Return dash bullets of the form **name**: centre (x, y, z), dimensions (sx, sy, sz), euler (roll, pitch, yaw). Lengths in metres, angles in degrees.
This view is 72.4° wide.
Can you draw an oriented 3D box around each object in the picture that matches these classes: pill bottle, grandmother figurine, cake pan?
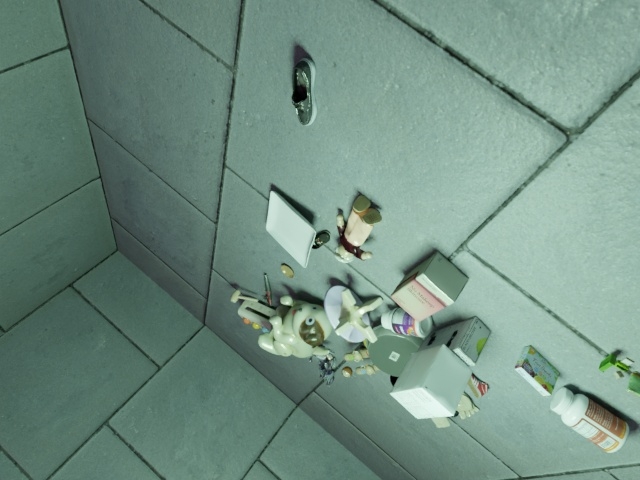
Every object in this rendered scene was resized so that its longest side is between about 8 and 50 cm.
- **pill bottle**: centre (0.349, 0.333, 1.793), dimensions (0.193, 0.108, 0.108), euler (-3, 125, 47)
- **grandmother figurine**: centre (0.131, -0.012, 1.670), dimensions (0.208, 0.104, 0.342), euler (63, 155, 21)
- **cake pan**: centre (0.339, 0.498, 1.945), dimensions (0.293, 0.054, 0.293), euler (11, 124, 17)
- **pill bottle**: centre (0.915, 0.608, 1.498), dimensions (0.216, 0.121, 0.121), euler (34, 145, 15)

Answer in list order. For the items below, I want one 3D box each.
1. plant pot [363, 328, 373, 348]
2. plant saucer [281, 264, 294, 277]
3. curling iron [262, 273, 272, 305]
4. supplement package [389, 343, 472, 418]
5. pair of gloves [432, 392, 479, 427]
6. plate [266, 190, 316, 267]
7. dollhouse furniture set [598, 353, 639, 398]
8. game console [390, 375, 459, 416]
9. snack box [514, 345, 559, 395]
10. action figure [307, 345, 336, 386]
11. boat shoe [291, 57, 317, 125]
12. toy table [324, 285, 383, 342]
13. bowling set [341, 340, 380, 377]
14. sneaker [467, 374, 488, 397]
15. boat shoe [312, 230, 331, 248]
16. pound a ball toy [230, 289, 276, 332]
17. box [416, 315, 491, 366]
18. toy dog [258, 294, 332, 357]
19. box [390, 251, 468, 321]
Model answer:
- **plant pot**: centre (0.250, 0.467, 2.068), dimensions (0.083, 0.081, 0.081), euler (52, 145, -1)
- **plant saucer**: centre (-0.163, 0.153, 2.208), dimensions (0.083, 0.015, 0.083), euler (28, 143, 24)
- **curling iron**: centre (-0.305, 0.282, 2.472), dimensions (0.068, 0.035, 0.274), euler (28, 143, 21)
- **supplement package**: centre (0.393, 0.506, 1.560), dimensions (0.149, 0.194, 0.203), euler (42, 147, -2)
- **pair of gloves**: centre (0.576, 0.749, 2.009), dimensions (0.240, 0.042, 0.204), euler (-38, 92, 32)
- **plate**: centre (-0.124, -0.051, 1.896), dimensions (0.278, 0.045, 0.277), euler (44, 146, 19)
- **dollhouse furniture set**: centre (0.927, 0.404, 1.308), dimensions (0.151, 0.076, 0.059), euler (33, 145, 17)
- **game console**: centre (0.504, 0.747, 2.136), dimensions (0.361, 0.044, 0.213), euler (26, 144, 25)
- **snack box**: centre (0.751, 0.452, 1.516), dimensions (0.141, 0.100, 0.037), euler (43, 147, 0)
- **action figure**: centre (0.018, 0.714, 2.551), dimensions (0.185, 0.099, 0.285), euler (20, 136, 39)
- **boat shoe**: centre (-0.059, -0.460, 1.396), dimensions (0.080, 0.076, 0.229), euler (31, 144, 18)
- **toy table**: centre (0.139, 0.322, 1.901), dimensions (0.274, 0.252, 0.161), euler (48, 160, -7)
- **bowling set**: centre (0.210, 0.600, 2.152), dimensions (0.287, 0.200, 0.154), euler (46, 145, -10)
- **sneaker**: centre (0.652, 0.590, 1.827), dimensions (0.119, 0.067, 0.042), euler (66, 154, 21)
- **boat shoe**: centre (0.001, 0.001, 1.858), dimensions (0.049, 0.042, 0.133), euler (48, 144, -3)
- **pound a ball toy**: centre (-0.389, 0.438, 2.598), dimensions (0.319, 0.136, 0.208), euler (17, 152, 33)
- **box**: centre (0.496, 0.410, 1.674), dimensions (0.087, 0.169, 0.290), euler (44, 145, -1)
- **toy dog**: centre (-0.090, 0.461, 2.234), dimensions (0.395, 0.284, 0.408), euler (43, 144, 0)
- **box**: centre (0.385, 0.171, 1.568), dimensions (0.148, 0.127, 0.232), euler (42, 146, 3)
